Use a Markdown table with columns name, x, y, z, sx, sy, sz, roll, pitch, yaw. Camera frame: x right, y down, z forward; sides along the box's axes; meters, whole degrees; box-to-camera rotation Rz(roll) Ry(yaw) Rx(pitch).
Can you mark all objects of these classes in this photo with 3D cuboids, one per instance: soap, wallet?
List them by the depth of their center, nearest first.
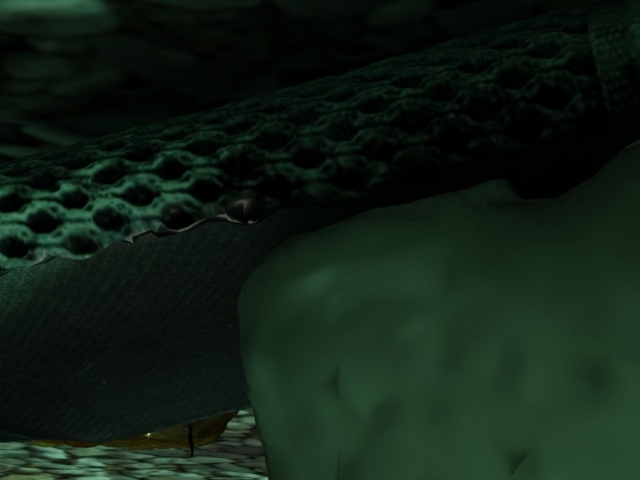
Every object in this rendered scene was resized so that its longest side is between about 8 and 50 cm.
| name | x | y | z | sx | sy | sz | roll | pitch | yaw |
| --- | --- | --- | --- | --- | --- | --- | --- | --- | --- |
| soap | 0.180 | 0.106 | 0.500 | 0.350 | 0.213 | 0.435 | -15 | 160 | 25 |
| wallet | 0.000 | 0.000 | 0.537 | 0.342 | 0.075 | 0.237 | -13 | 164 | 14 |

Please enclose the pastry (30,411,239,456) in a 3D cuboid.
| name | x | y | z | sx | sy | sz | roll | pitch | yaw |
| --- | --- | --- | --- | --- | --- | --- | --- | --- | --- |
| pastry | -0.112 | 0.061 | 0.780 | 0.153 | 0.081 | 0.153 | 3 | 173 | 0 |
